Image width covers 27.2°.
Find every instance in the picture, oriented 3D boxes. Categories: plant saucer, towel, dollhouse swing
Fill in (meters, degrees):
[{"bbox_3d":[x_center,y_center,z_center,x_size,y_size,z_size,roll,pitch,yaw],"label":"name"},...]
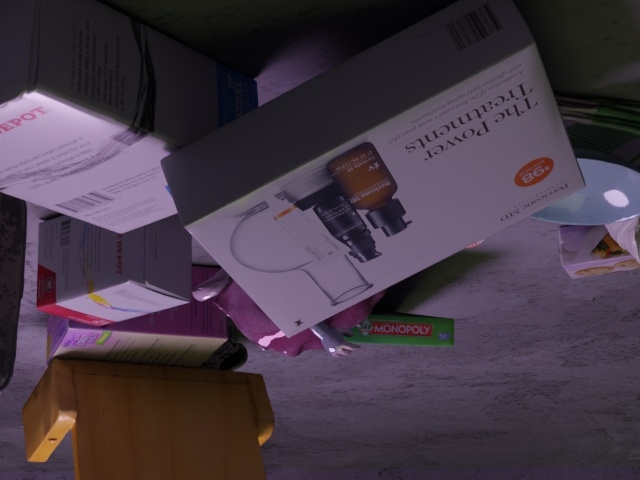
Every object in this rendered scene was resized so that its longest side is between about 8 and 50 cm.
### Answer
[{"bbox_3d":[0.303,-0.071,1.566,0.195,0.037,0.195,8,159,3],"label":"plant saucer"},{"bbox_3d":[0.230,-0.112,1.576,0.325,0.038,0.248,5,160,-17],"label":"towel"},{"bbox_3d":[-0.270,0.367,2.089,0.347,0.305,0.315,6,150,-24],"label":"dollhouse swing"}]

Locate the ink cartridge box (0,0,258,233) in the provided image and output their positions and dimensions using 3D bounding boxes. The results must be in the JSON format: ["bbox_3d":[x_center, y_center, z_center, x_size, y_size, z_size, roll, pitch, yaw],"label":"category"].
[{"bbox_3d":[-0.244,-0.128,1.359,0.223,0.129,0.307,-17,155,36],"label":"ink cartridge box"}]

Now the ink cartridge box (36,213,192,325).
[{"bbox_3d":[-0.277,0.029,1.785,0.176,0.128,0.127,-15,156,33],"label":"ink cartridge box"}]

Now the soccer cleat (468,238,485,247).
[{"bbox_3d":[0.194,-0.005,1.877,0.083,0.029,0.035,-4,164,19],"label":"soccer cleat"}]

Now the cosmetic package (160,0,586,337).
[{"bbox_3d":[0.066,-0.069,1.369,0.377,0.097,0.284,-28,149,7],"label":"cosmetic package"}]

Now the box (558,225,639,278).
[{"bbox_3d":[0.497,-0.007,1.845,0.324,0.063,0.067,-10,159,21],"label":"box"}]

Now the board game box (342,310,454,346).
[{"bbox_3d":[0.061,0.134,2.078,0.213,0.046,0.317,2,178,-13],"label":"board game box"}]

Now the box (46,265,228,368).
[{"bbox_3d":[-0.287,0.119,2.047,0.243,0.117,0.213,4,159,-19],"label":"box"}]

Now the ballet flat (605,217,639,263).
[{"bbox_3d":[0.439,-0.032,1.619,0.139,0.139,0.400,1,163,-6],"label":"ballet flat"}]

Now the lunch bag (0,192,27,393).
[{"bbox_3d":[-0.522,0.070,1.624,0.256,0.305,0.212,-19,153,36],"label":"lunch bag"}]

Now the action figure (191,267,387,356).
[{"bbox_3d":[0.000,0.000,1.747,0.276,0.248,0.370,36,152,15],"label":"action figure"}]

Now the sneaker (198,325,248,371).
[{"bbox_3d":[-0.218,0.240,2.359,0.182,0.158,0.410,-7,163,-9],"label":"sneaker"}]
